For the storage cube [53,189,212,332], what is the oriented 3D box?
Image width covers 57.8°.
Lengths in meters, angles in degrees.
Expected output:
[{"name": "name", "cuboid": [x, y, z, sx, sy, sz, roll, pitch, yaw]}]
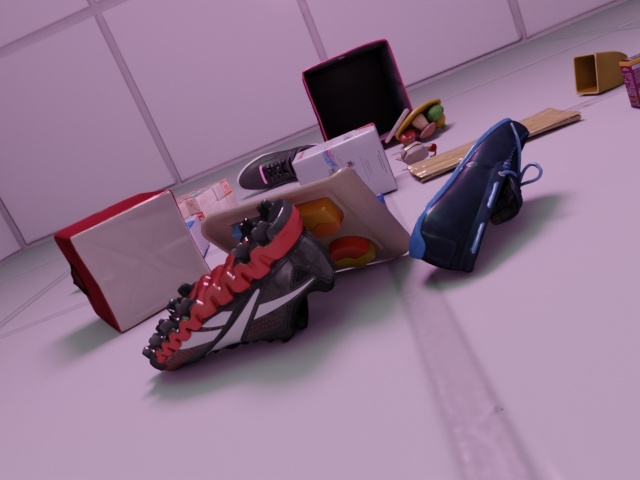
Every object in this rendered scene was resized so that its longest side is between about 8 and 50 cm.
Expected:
[{"name": "storage cube", "cuboid": [-0.336, 0.027, 1.043, 0.215, 0.184, 0.193, -30, 17, -26]}]

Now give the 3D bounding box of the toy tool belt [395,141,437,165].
[{"name": "toy tool belt", "cuboid": [0.207, -0.191, 1.261, 0.083, 0.052, 0.051, -30, 24, -27]}]

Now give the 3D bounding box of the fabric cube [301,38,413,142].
[{"name": "fabric cube", "cuboid": [0.103, -0.407, 1.692, 0.254, 0.259, 0.258, -21, 11, 3]}]

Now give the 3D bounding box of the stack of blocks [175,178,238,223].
[{"name": "stack of blocks", "cuboid": [-0.390, -0.072, 1.662, 0.171, 0.087, 0.297, -14, 17, 30]}]

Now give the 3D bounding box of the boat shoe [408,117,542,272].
[{"name": "boat shoe", "cuboid": [0.200, -0.048, 0.703, 0.089, 0.109, 0.258, 29, 61, 21]}]

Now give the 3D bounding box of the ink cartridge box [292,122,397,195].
[{"name": "ink cartridge box", "cuboid": [0.048, -0.141, 1.168, 0.176, 0.127, 0.128, -20, 15, 10]}]

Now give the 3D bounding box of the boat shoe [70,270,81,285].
[{"name": "boat shoe", "cuboid": [-0.527, 0.059, 1.424, 0.223, 0.080, 0.073, -18, 20, 35]}]

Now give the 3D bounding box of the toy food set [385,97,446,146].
[{"name": "toy food set", "cuboid": [0.266, -0.292, 1.507, 0.218, 0.071, 0.128, -29, -19, -47]}]

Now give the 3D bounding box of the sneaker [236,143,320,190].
[{"name": "sneaker", "cuboid": [-0.113, -0.222, 1.736, 0.296, 0.104, 0.147, -19, 9, -2]}]

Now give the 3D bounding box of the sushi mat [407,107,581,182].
[{"name": "sushi mat", "cuboid": [0.325, -0.188, 1.133, 0.316, 0.019, 0.151, -22, 16, 6]}]

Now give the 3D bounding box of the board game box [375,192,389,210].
[{"name": "board game box", "cuboid": [0.000, 0.000, 0.904, 0.210, 0.047, 0.160, -20, 15, 16]}]

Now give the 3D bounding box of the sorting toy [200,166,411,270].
[{"name": "sorting toy", "cuboid": [-0.013, 0.000, 0.727, 0.208, 0.193, 0.038, -19, 55, 24]}]

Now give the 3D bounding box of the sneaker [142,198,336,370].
[{"name": "sneaker", "cuboid": [-0.091, 0.081, 0.670, 0.276, 0.135, 0.097, -42, 20, 22]}]

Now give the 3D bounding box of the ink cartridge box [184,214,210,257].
[{"name": "ink cartridge box", "cuboid": [-0.351, 0.026, 1.277, 0.190, 0.082, 0.139, -21, 15, 0]}]

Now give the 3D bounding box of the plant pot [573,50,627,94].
[{"name": "plant pot", "cuboid": [0.591, -0.355, 1.212, 0.083, 0.081, 0.081, -14, 14, -5]}]

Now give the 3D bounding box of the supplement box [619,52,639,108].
[{"name": "supplement box", "cuboid": [0.541, -0.269, 0.964, 0.055, 0.083, 0.043, -20, 14, 10]}]
